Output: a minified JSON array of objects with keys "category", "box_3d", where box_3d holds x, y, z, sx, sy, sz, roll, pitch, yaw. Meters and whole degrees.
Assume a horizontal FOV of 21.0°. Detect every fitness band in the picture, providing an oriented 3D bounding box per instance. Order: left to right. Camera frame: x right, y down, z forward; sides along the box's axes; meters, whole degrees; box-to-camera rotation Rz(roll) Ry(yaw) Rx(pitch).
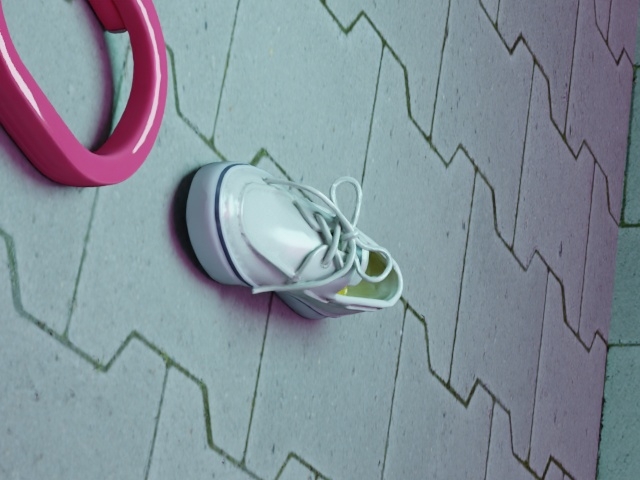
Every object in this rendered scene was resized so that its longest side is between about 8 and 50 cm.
[{"category":"fitness band","box_3d":[-0.224,-0.177,1.496,0.291,0.054,0.209,59,41,-45]}]

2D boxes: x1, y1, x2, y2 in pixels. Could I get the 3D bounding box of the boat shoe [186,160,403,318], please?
[{"category":"boat shoe","box_3d":[0.000,0.009,1.829,0.367,0.156,0.136,39,54,-59]}]
